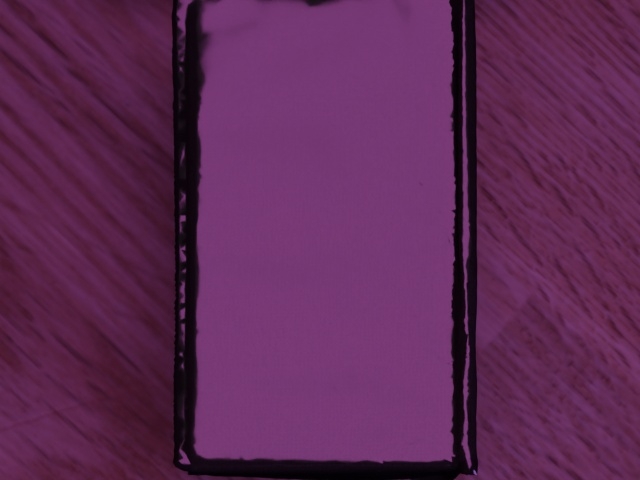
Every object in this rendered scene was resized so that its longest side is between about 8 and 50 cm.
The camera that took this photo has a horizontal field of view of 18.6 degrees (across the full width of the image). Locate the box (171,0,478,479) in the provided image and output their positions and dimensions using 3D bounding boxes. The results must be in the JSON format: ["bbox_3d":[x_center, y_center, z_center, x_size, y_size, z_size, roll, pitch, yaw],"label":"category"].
[{"bbox_3d":[0.001,0.000,1.384,0.204,0.251,0.345,0,83,-1],"label":"box"}]
